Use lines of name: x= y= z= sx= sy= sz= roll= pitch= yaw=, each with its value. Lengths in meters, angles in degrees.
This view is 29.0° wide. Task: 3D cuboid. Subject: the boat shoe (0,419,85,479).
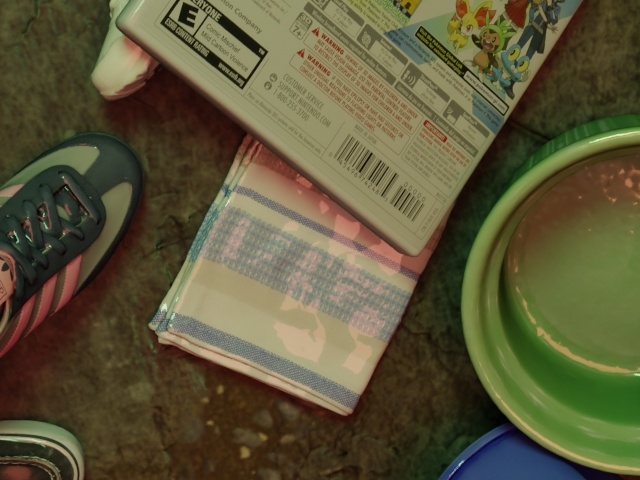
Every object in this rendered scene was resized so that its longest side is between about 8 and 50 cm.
boat shoe: x=-0.343 y=0.233 z=1.027 sx=0.301 sy=0.102 sz=0.108 roll=-12 pitch=102 yaw=-10

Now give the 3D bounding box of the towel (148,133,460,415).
towel: x=0.000 y=0.000 z=1.104 sx=0.209 sy=0.034 sz=0.285 roll=26 pitch=92 yaw=-16

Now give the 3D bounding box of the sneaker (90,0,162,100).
sneaker: x=-0.144 y=-0.228 z=1.015 sx=0.115 sy=0.090 sz=0.232 roll=27 pitch=83 yaw=-9

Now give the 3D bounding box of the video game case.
video game case: x=0.042 y=-0.197 z=1.029 sx=0.329 sy=0.036 sz=0.300 roll=38 pitch=80 yaw=-26

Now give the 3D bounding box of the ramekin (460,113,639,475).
ramekin: x=0.276 y=0.035 z=1.070 sx=0.303 sy=0.148 sz=0.303 roll=2 pitch=108 yaw=7

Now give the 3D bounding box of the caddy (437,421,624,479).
caddy: x=0.172 y=0.328 z=1.127 sx=0.241 sy=0.179 sz=0.341 roll=26 pitch=94 yaw=-39

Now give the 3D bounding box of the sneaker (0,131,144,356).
sneaker: x=-0.240 y=0.023 z=0.962 sx=0.112 sy=0.131 sz=0.319 roll=46 pitch=64 yaw=-11
